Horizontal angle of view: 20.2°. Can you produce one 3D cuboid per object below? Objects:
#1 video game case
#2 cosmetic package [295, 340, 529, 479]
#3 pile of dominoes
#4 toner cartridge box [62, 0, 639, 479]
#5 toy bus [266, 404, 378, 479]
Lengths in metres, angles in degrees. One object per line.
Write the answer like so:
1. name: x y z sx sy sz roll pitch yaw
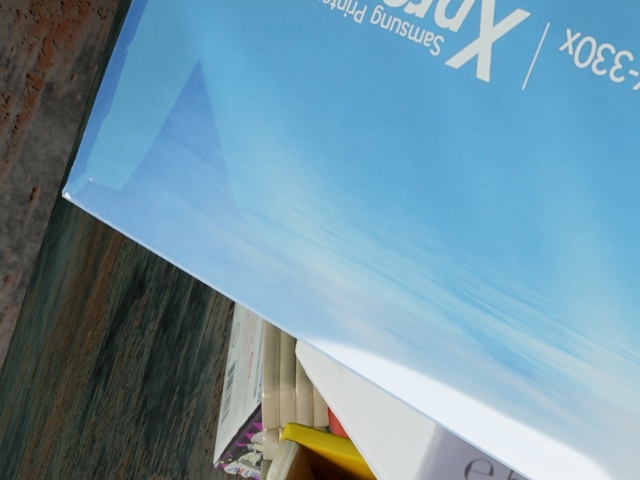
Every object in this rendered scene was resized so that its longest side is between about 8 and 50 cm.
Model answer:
1. video game case: 0.000 0.000 1.097 0.210 0.042 0.232 126 156 -48
2. cosmetic package: 0.103 -0.007 0.545 0.151 0.151 0.183 -132 60 -72
3. pile of dominoes: -0.007 0.143 0.888 0.196 0.040 0.251 -90 -1 -46
4. toner cartridge box: 0.102 -0.017 0.366 0.348 0.075 0.165 28 103 39
5. toy bus: 0.024 0.156 0.714 0.202 0.104 0.191 -40 -38 -63
